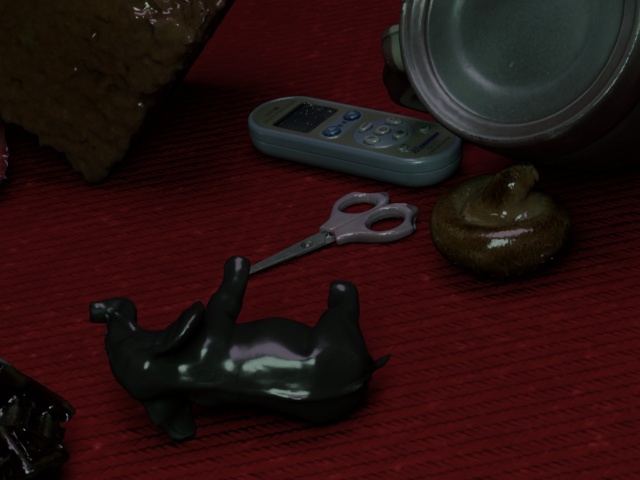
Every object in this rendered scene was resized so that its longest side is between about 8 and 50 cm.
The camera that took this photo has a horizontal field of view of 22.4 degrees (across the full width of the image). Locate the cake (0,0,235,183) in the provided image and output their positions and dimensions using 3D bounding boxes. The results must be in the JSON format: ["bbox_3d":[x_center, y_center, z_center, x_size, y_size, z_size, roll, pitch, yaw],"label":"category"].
[{"bbox_3d":[-0.223,-0.260,1.687,0.256,0.282,0.290,39,37,-2],"label":"cake"}]

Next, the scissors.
[{"bbox_3d":[0.000,0.000,1.504,0.189,0.015,0.100,-26,33,-23],"label":"scissors"}]

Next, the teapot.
[{"bbox_3d":[0.210,-0.165,1.508,0.315,0.233,0.312,-7,-12,31],"label":"teapot"}]

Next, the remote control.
[{"bbox_3d":[0.033,-0.100,1.630,0.244,0.047,0.087,15,41,33],"label":"remote control"}]

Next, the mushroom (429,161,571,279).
[{"bbox_3d":[0.158,-0.014,1.419,0.109,0.085,0.126,-51,43,-2],"label":"mushroom"}]

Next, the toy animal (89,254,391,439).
[{"bbox_3d":[-0.070,0.079,1.285,0.245,0.114,0.146,-4,30,9],"label":"toy animal"}]

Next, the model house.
[{"bbox_3d":[-0.274,0.159,1.210,0.165,0.106,0.152,-13,28,1],"label":"model house"}]

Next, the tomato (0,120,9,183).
[{"bbox_3d":[-0.418,-0.083,1.676,0.173,0.099,0.189,-4,64,-27],"label":"tomato"}]
